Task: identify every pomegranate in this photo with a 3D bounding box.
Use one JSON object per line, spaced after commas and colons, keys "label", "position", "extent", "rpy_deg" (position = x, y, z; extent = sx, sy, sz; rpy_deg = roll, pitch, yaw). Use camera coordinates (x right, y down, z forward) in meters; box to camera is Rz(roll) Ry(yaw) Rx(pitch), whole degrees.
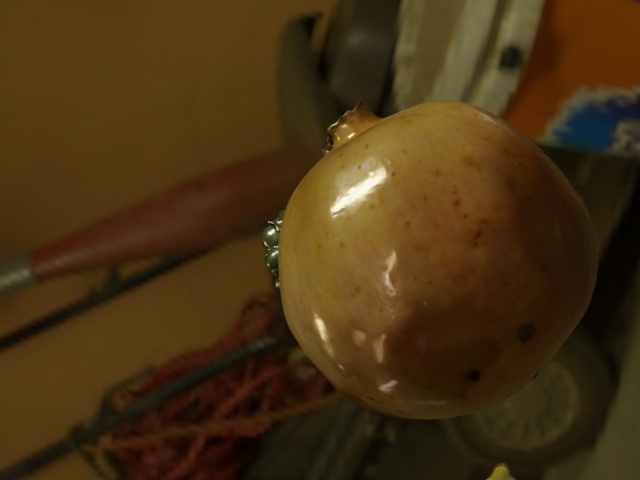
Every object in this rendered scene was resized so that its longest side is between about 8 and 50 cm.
{"label": "pomegranate", "position": [0.063, 0.010, 1.057], "extent": [0.191, 0.191, 0.191], "rpy_deg": [-168, 90, -80]}

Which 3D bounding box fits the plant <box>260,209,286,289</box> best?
{"label": "plant", "position": [0.000, 0.000, 1.782], "extent": [0.143, 0.094, 0.092], "rpy_deg": [-41, 63, 58]}

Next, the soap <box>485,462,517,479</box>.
{"label": "soap", "position": [0.081, 0.248, 0.998], "extent": [0.076, 0.135, 0.233], "rpy_deg": [-24, -30, -48]}
